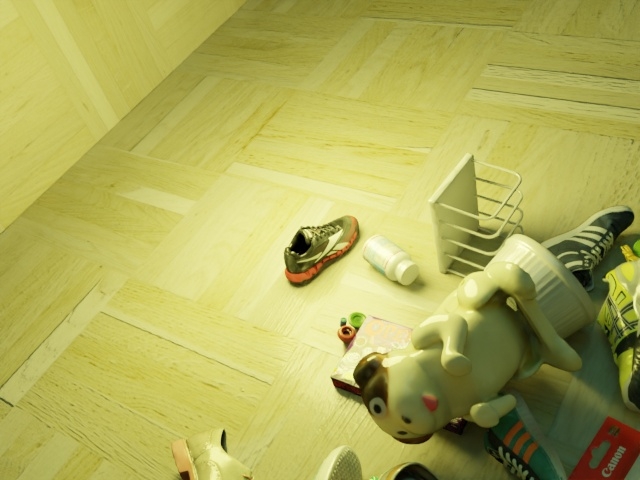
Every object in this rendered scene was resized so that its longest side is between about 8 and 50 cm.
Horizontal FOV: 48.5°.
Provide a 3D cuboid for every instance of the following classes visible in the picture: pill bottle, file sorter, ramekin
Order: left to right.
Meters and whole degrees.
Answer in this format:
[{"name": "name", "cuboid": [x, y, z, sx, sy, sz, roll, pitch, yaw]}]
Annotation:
[{"name": "pill bottle", "cuboid": [0.194, 0.055, 1.952, 0.087, 0.087, 0.160, -36, 47, -16]}, {"name": "file sorter", "cuboid": [0.415, -0.044, 1.834, 0.173, 0.278, 0.193, 22, 58, 33]}, {"name": "ramekin", "cuboid": [0.496, 0.125, 1.658, 0.127, 0.273, 0.273, -40, 46, -5]}]

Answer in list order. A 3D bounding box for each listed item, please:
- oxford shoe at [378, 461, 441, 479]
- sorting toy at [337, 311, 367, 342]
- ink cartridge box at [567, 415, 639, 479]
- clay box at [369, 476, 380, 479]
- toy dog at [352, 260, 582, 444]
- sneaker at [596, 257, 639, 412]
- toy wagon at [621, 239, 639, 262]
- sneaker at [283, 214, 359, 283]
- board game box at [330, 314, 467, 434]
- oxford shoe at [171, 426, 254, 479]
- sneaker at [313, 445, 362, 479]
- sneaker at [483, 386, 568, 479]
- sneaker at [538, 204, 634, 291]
[{"name": "oxford shoe", "cuboid": [0.275, 0.592, 1.337, 0.169, 0.130, 0.449, -35, 58, -26]}, {"name": "sorting toy", "cuboid": [0.077, 0.231, 1.861, 0.061, 0.042, 0.102, 31, 50, 22]}, {"name": "ink cartridge box", "cuboid": [0.643, 0.464, 1.416, 0.232, 0.066, 0.189, 28, 62, 33]}, {"name": "clay box", "cuboid": [0.127, 0.608, 1.458, 0.127, 0.053, 0.222, 10, 50, 23]}, {"name": "toy dog", "cuboid": [0.266, 0.252, 1.531, 0.408, 0.285, 0.395, -37, 22, -13]}, {"name": "sneaker", "cuboid": [0.710, 0.215, 1.604, 0.147, 0.145, 0.385, -22, 36, 45]}, {"name": "toy wagon", "cuboid": [0.915, -0.008, 1.769, 0.344, 0.068, 0.267, -22, 44, -1]}, {"name": "sneaker", "cuboid": [0.000, 0.000, 2.041, 0.276, 0.135, 0.097, -38, 45, -19]}, {"name": "board game box", "cuboid": [0.220, 0.315, 1.720, 0.346, 0.056, 0.208, 14, 49, 31]}, {"name": "oxford shoe", "cuboid": [-0.205, 0.566, 1.564, 0.146, 0.141, 0.397, -25, 46, -15]}, {"name": "sneaker", "cuboid": [-0.031, 0.587, 1.485, 0.150, 0.135, 0.366, -12, 31, 34]}, {"name": "sneaker", "cuboid": [0.416, 0.447, 1.483, 0.121, 0.108, 0.302, -22, 36, 0]}, {"name": "sneaker", "cuboid": [0.691, 0.026, 1.790, 0.282, 0.099, 0.153, -27, 39, 3]}]
